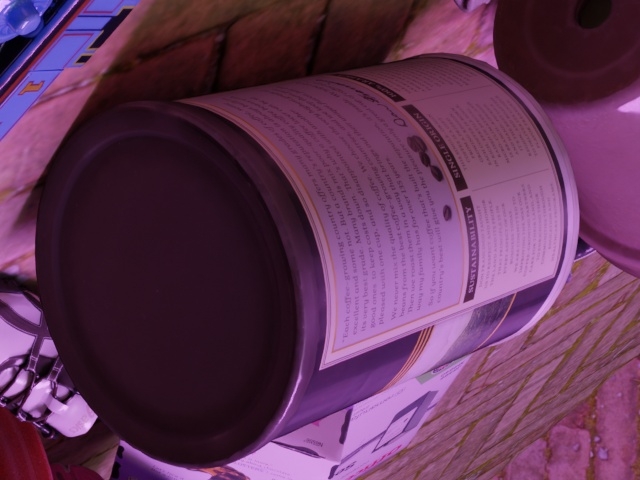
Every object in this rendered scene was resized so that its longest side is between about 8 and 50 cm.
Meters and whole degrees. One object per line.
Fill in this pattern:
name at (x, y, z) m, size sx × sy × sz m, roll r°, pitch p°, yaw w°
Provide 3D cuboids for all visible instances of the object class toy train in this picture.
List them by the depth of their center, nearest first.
toy train at (-0.155, -0.080, 0.670) m, size 0.184 × 0.080 × 0.105 m, roll -45°, pitch 166°, yaw 21°

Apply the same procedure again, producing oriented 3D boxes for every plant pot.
plant pot at (0.235, -0.118, 1.108) m, size 0.263 × 0.263 × 0.229 m, roll -44°, pitch 143°, yaw 17°

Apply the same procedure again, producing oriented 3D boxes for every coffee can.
coffee can at (0.000, 0.000, 0.952) m, size 0.275 × 0.201 × 0.201 m, roll -17°, pitch 152°, yaw -49°

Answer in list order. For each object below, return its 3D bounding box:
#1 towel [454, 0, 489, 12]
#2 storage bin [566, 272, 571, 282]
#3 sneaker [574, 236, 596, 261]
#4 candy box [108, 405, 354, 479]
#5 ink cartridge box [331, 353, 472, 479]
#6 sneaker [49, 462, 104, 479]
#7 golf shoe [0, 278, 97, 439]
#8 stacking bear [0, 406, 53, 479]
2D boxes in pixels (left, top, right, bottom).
towel at (0.174, -0.256, 0.912) m, size 0.282 × 0.049 × 0.187 m, roll -36°, pitch 163°, yaw -8°
storage bin at (0.152, 0.010, 1.441) m, size 0.091 × 0.098 × 0.135 m, roll -23°, pitch -176°, yaw -12°
sneaker at (0.269, -0.096, 1.328) m, size 0.385 × 0.145 × 0.147 m, roll -39°, pitch 164°, yaw 13°
candy box at (-0.075, 0.163, 1.263) m, size 0.196 × 0.165 × 0.070 m, roll 113°, pitch -5°, yaw -56°
ink cartridge box at (0.014, 0.134, 1.442) m, size 0.198 × 0.114 × 0.273 m, roll -27°, pitch 159°, yaw -28°
sneaker at (-0.251, 0.235, 1.277) m, size 0.170 × 0.063 × 0.075 m, roll -24°, pitch 158°, yaw -23°
golf shoe at (-0.177, 0.078, 0.985) m, size 0.077 × 0.094 × 0.198 m, roll -45°, pitch 159°, yaw 25°
stacking bear at (-0.312, 0.224, 1.002) m, size 0.289 × 0.164 × 0.175 m, roll -42°, pitch 162°, yaw 26°
